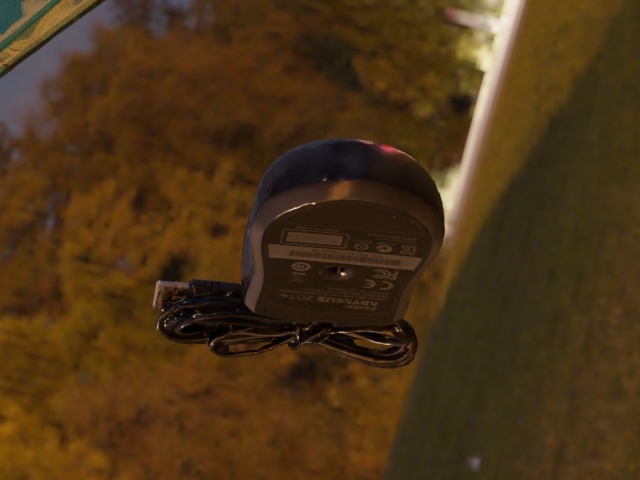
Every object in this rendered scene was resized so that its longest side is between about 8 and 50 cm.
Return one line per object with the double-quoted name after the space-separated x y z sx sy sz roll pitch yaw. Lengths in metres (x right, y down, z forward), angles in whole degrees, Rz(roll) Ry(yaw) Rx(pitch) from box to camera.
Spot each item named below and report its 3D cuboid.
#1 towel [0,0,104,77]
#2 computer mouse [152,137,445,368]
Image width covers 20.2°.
-0.278 -0.202 0.827 0.271 0.370 0.040 -35 0 11 "towel"
0.000 0.000 1.164 0.272 0.188 0.072 117 159 -62 "computer mouse"
